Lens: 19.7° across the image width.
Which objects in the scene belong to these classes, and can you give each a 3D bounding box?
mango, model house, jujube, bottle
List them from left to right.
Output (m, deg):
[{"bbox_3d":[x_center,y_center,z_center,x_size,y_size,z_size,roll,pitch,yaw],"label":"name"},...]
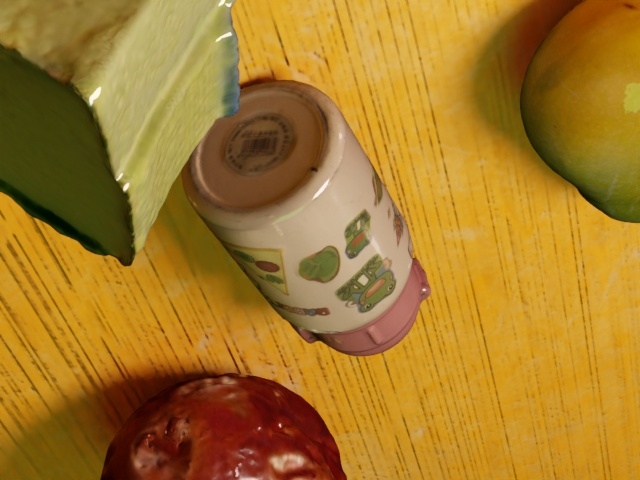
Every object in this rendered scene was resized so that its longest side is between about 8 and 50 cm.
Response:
[{"bbox_3d":[-0.132,-0.129,1.037,0.189,0.195,0.214,-52,160,-20],"label":"model house"},{"bbox_3d":[-0.069,0.214,1.503,0.197,0.197,0.290,-26,154,9],"label":"jujube"},{"bbox_3d":[0.000,0.000,1.303,0.120,0.120,0.253,-24,144,6],"label":"bottle"},{"bbox_3d":[0.230,-0.086,1.304,0.156,0.114,0.251,-32,143,5],"label":"mango"}]
